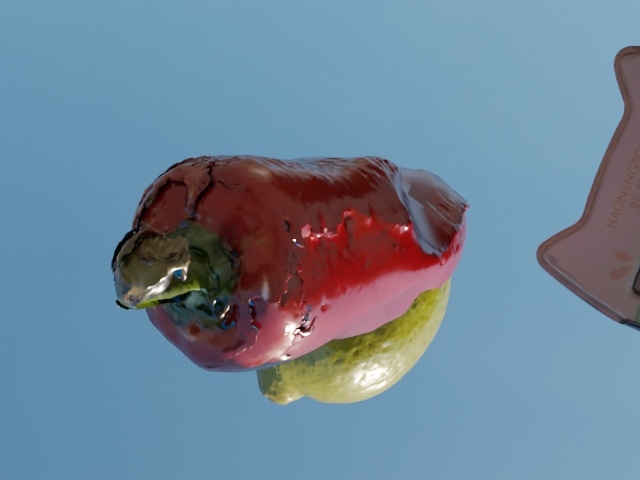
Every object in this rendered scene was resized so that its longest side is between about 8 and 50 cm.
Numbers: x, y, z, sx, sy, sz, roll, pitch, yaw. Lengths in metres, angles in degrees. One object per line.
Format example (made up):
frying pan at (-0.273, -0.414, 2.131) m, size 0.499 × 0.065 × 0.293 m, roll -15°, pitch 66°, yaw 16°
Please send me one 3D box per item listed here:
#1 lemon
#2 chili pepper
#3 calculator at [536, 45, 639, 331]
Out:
lemon at (0.025, 0.040, 0.970) m, size 0.184 × 0.184 × 0.248 m, roll 33°, pitch -104°, yaw 30°
chili pepper at (0.000, 0.000, 0.581) m, size 0.110 × 0.110 × 0.387 m, roll 28°, pitch -160°, yaw 25°
calculator at (0.333, 0.000, 0.738) m, size 0.329 × 0.220 × 0.048 m, roll 24°, pitch -166°, yaw 14°
